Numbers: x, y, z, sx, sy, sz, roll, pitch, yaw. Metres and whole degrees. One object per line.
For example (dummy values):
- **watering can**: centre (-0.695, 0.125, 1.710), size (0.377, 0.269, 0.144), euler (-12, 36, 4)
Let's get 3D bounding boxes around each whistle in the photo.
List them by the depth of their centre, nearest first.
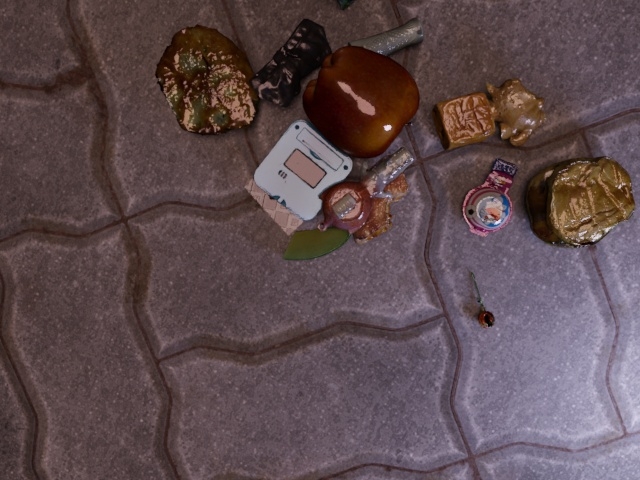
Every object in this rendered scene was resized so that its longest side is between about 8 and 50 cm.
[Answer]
- **whistle**: centre (0.126, -0.143, 1.335), size (0.346, 0.134, 0.142), euler (-40, 69, 4)

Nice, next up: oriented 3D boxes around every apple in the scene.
- **apple**: centre (0.117, -0.391, 1.296), size (0.317, 0.288, 0.288), euler (29, 97, -16)

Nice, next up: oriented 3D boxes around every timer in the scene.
- **timer**: centre (-0.054, -0.216, 1.406), size (0.232, 0.091, 0.250), euler (39, 92, -8)

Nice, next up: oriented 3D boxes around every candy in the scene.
- **candy**: centre (0.513, 0.192, 1.450), size (0.055, 0.049, 0.185), euler (-14, 85, -26)

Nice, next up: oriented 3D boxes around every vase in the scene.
- **vase**: centre (0.201, -0.598, 1.375), size (0.219, 0.096, 0.096), euler (-22, 93, 3)

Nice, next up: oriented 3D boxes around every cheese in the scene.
- **cheese**: centre (0.534, -0.131, 1.405), size (0.155, 0.062, 0.244), euler (23, 96, 4)

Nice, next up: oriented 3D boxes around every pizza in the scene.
- **pizza**: centre (0.184, -0.123, 1.419), size (0.161, 0.085, 0.305), euler (26, 95, 23)

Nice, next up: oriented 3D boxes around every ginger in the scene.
- **ginger**: centre (0.575, -0.399, 1.360), size (0.216, 0.102, 0.157), euler (42, 123, -5)

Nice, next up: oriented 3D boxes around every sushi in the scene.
- **sushi**: centre (-0.097, -0.171, 1.452), size (0.231, 0.047, 0.219), euler (-43, 91, 6)

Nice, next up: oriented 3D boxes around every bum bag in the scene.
- **bum bag**: centre (-0.080, -0.541, 1.388), size (0.137, 0.074, 0.310), euler (41, 83, -18)

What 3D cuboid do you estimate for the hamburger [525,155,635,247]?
- **hamburger**: centre (0.768, -0.111, 1.358), size (0.285, 0.134, 0.265), euler (-8, 87, -1)

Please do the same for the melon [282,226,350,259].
- **melon**: centre (0.001, -0.001, 1.438), size (0.261, 0.053, 0.114), euler (-17, 64, 20)

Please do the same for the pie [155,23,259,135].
- **pie**: centre (-0.346, -0.489, 1.414), size (0.288, 0.103, 0.355), euler (-28, 95, 5)

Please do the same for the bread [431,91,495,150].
- **bread**: centre (0.423, -0.353, 1.348), size (0.143, 0.158, 0.149), euler (-17, 98, 4)

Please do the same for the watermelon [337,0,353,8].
- **watermelon**: centre (0.045, -0.889, 1.314), size (0.320, 0.213, 0.289), euler (27, 93, -43)
